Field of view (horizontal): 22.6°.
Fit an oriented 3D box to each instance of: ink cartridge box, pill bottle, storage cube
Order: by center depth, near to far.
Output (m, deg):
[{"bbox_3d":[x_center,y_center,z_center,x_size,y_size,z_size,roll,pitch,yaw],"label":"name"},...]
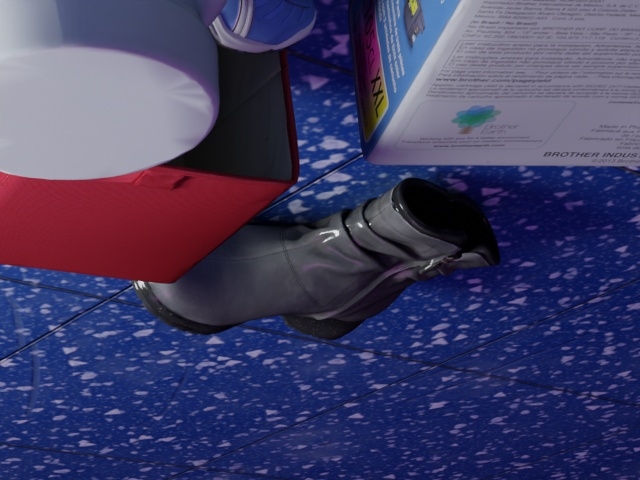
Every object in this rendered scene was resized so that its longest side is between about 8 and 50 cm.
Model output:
[{"bbox_3d":[-0.124,-0.181,0.781,0.162,0.278,0.162,-5,157,-2],"label":"pill bottle"},{"bbox_3d":[0.198,-0.194,0.999,0.270,0.151,0.395,0,158,-16],"label":"ink cartridge box"},{"bbox_3d":[-0.146,-0.092,1.108,0.215,0.184,0.193,8,154,-30],"label":"storage cube"}]

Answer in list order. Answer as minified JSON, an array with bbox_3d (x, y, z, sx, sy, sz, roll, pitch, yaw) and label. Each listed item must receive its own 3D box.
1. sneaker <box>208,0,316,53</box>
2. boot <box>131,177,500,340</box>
[{"bbox_3d":[-0.069,-0.190,1.005,0.081,0.080,0.211,-29,138,29],"label":"sneaker"},{"bbox_3d":[0.000,0.000,1.487,0.222,0.118,0.338,-27,160,35],"label":"boot"}]
